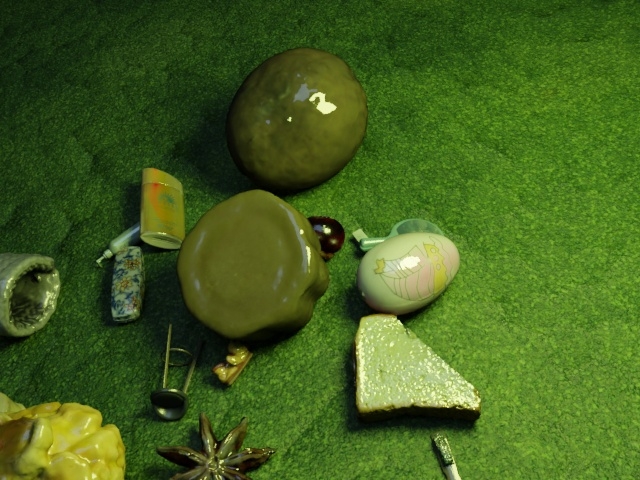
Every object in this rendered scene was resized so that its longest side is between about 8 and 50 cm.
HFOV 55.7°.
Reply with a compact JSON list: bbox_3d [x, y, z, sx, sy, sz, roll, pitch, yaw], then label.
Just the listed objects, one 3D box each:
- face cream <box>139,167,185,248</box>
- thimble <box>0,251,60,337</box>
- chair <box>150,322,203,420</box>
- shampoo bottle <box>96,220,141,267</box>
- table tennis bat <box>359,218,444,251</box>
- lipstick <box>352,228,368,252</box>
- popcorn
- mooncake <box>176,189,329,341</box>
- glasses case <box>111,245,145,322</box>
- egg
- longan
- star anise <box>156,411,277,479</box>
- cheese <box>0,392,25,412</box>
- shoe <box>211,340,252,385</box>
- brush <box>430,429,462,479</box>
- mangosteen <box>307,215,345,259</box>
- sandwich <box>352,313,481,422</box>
[{"bbox_3d":[-0.486,-0.102,1.862,0.139,0.067,0.285,16,41,-31],"label":"face cream"},{"bbox_3d":[-0.853,0.144,1.675,0.157,0.217,0.246,5,46,15],"label":"thimble"},{"bbox_3d":[-0.366,0.323,1.500,0.104,0.095,0.222,-13,50,14],"label":"chair"},{"bbox_3d":[-0.595,0.007,1.831,0.195,0.056,0.056,-38,54,-19],"label":"shampoo bottle"},{"bbox_3d":[0.223,0.002,1.647,0.237,0.038,0.149,-4,54,-4],"label":"table tennis bat"},{"bbox_3d":[0.135,0.024,1.672,0.030,0.030,0.129,-30,57,-12],"label":"lipstick"},{"bbox_3d":[-0.588,0.518,1.256,0.390,0.353,0.344,-31,63,42],"label":"popcorn"},{"bbox_3d":[-0.163,0.077,1.544,0.378,0.201,0.379,-5,74,16],"label":"mooncake"},{"bbox_3d":[-0.546,0.121,1.722,0.086,0.065,0.248,-13,49,4],"label":"glasses case"},{"bbox_3d":[0.221,0.078,1.504,0.271,0.196,0.196,-15,50,-4],"label":"egg"},{"bbox_3d":[-0.068,-0.358,1.817,0.435,0.404,0.404,-36,48,17],"label":"longan"},{"bbox_3d":[-0.237,0.503,1.329,0.288,0.088,0.288,2,43,-2],"label":"star anise"},{"bbox_3d":[-0.914,0.481,1.489,0.383,0.104,0.384,-6,50,7],"label":"cheese"},{"bbox_3d":[-0.217,0.301,1.498,0.069,0.072,0.109,31,85,-1],"label":"shoe"},{"bbox_3d":[0.276,0.487,1.269,0.034,0.028,0.191,-17,51,1],"label":"brush"},{"bbox_3d":[0.000,0.000,1.672,0.140,0.140,0.140,-6,51,8],"label":"mangosteen"},{"bbox_3d":[0.215,0.290,1.394,0.288,0.100,0.254,-2,52,11],"label":"sandwich"}]
